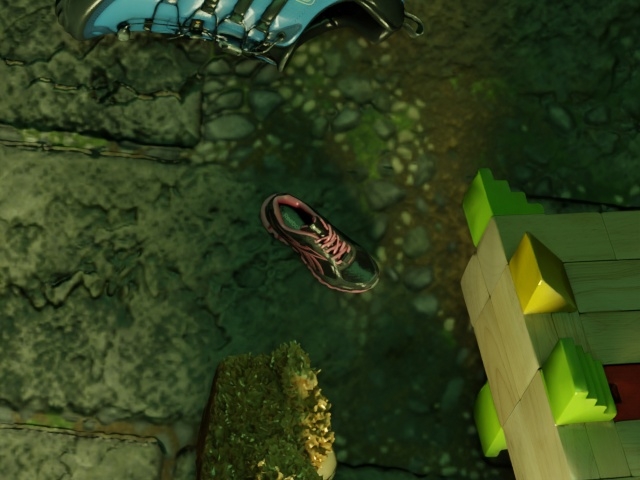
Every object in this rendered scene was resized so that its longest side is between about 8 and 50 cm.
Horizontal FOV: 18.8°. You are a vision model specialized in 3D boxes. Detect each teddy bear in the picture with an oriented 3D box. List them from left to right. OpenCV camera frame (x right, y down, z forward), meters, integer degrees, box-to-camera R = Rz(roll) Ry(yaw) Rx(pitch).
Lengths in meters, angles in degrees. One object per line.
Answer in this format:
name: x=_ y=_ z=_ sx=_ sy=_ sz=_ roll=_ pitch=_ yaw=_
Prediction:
teddy bear: x=-0.049 y=0.241 z=1.484 sx=0.113 sy=0.338 sz=0.245 roll=14 pitch=119 yaw=-7

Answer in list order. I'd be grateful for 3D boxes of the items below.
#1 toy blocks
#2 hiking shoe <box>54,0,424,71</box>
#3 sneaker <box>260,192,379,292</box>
toy blocks: x=0.278 y=0.119 z=1.542 sx=0.260 sy=0.191 sz=0.381 roll=-2 pitch=56 yaw=-17
hiking shoe: x=-0.070 y=-0.205 z=1.644 sx=0.304 sy=0.113 sz=0.132 roll=-15 pitch=79 yaw=-6
sneaker: x=0.000 y=0.000 z=1.635 sx=0.119 sy=0.057 sz=0.047 roll=36 pitch=77 yaw=3
